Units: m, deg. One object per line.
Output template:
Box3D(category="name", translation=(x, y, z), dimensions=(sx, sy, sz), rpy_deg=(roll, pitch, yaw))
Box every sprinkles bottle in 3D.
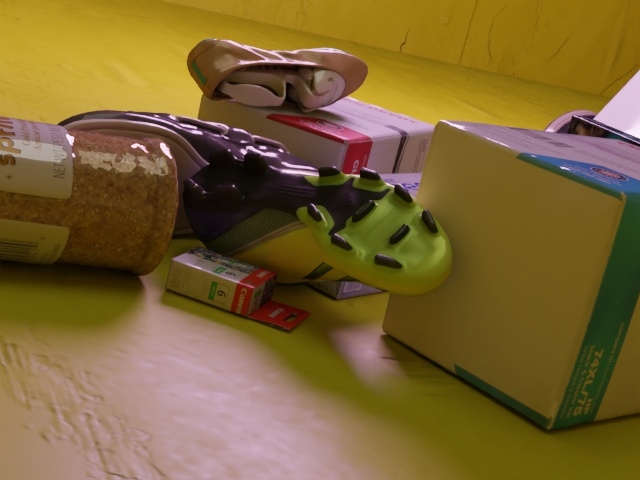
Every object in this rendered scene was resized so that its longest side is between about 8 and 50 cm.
Box3D(category="sprinkles bottle", translation=(-0.295, -0.046, 0.906), dimensions=(0.355, 0.121, 0.121), rpy_deg=(7, 17, -28))

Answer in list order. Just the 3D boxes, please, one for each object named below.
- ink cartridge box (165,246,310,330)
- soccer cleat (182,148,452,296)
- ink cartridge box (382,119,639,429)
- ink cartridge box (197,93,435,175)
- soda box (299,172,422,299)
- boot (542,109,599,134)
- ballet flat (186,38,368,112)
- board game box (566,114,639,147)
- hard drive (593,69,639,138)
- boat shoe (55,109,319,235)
Box3D(category="ink cartridge box", translation=(-0.067, 0.040, 0.987), dimensions=(0.115, 0.029, 0.063), rpy_deg=(18, 15, 13))
Box3D(category="soccer cleat", translation=(0.000, -0.001, 1.017), dimensions=(0.289, 0.121, 0.093), rpy_deg=(17, 52, 37))
Box3D(category="ink cartridge box", translation=(0.233, 0.022, 1.010), dimensions=(0.270, 0.197, 0.198), rpy_deg=(0, 20, -42))
Box3D(category="ink cartridge box", translation=(-0.002, -0.107, 1.412), dimensions=(0.197, 0.114, 0.273), rpy_deg=(21, 18, 24))
Box3D(category="soda box", translation=(0.076, -0.012, 1.188), dimensions=(0.098, 0.091, 0.286), rpy_deg=(26, 19, 32))
Box3D(category="boot", translation=(0.543, -0.099, 1.881), dimensions=(0.377, 0.138, 0.284), rpy_deg=(3, 20, -46))
Box3D(category="ballet flat", translation=(-0.040, -0.175, 1.310), dimensions=(0.232, 0.080, 0.073), rpy_deg=(0, 49, -30))
Box3D(category="board game box", translation=(0.305, -0.037, 1.310), dimensions=(0.026, 0.186, 0.126), rpy_deg=(4, 18, -29))
Box3D(category="hard drive", translation=(0.482, -0.151, 1.724), dimensions=(0.307, 0.040, 0.203), rpy_deg=(-44, 34, -19))
Box3D(category="boat shoe", translation=(-0.131, -0.066, 1.149), dimensions=(0.335, 0.112, 0.095), rpy_deg=(11, 21, -38))
